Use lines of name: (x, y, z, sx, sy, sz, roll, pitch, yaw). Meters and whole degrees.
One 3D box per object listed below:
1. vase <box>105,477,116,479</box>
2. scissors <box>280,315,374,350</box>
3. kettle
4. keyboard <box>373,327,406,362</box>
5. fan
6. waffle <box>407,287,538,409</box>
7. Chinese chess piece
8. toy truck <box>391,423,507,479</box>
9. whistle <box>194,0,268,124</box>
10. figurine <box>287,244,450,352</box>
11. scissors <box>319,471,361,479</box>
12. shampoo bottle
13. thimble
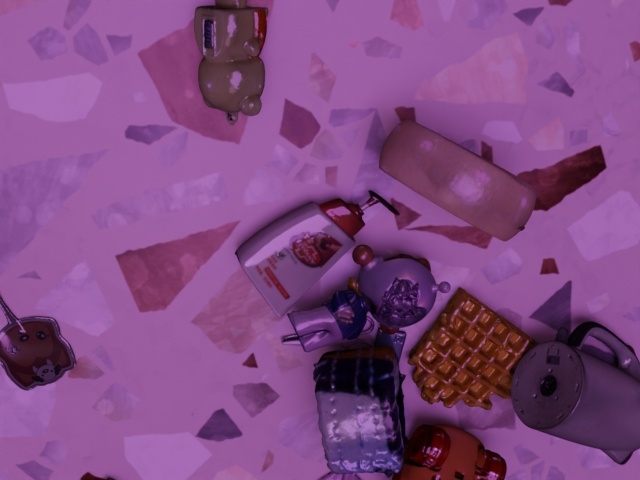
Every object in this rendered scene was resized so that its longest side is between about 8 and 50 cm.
vase: (-0.416, 0.504, 1.693, 0.053, 0.053, 0.101, 32, 97, -14)
scissors: (0.014, 0.182, 1.658, 0.176, 0.022, 0.086, -1, 99, -7)
kettle: (0.506, 0.273, 1.659, 0.255, 0.165, 0.240, 23, 72, -29)
keyboard: (0.116, 0.251, 1.695, 0.055, 0.014, 0.176, 10, 105, -9)
fan: (-0.536, 0.168, 1.599, 0.132, 0.009, 0.220, -28, 109, 0)
waffle: (0.285, 0.236, 1.687, 0.229, 0.057, 0.219, 35, 100, -16)
Chinese chess piece: (0.225, -0.101, 1.467, 0.273, 0.273, 0.102, 28, 99, -14)
toy truck: (0.209, 0.493, 1.709, 0.189, 0.239, 0.265, 25, 62, -13)
whistle: (-0.142, -0.328, 1.437, 0.106, 0.131, 0.289, -15, 114, -43)
figurine: (0.078, 0.105, 1.577, 0.274, 0.133, 0.194, -6, 119, -15)
scissors: (0.051, 0.431, 1.740, 0.110, 0.021, 0.212, 7, 107, -11)
shampoo bottle: (0.000, 0.000, 1.574, 0.284, 0.071, 0.153, -33, 115, 5)
thimble: (0.076, 0.306, 1.581, 0.150, 0.237, 0.237, -6, 108, 10)
